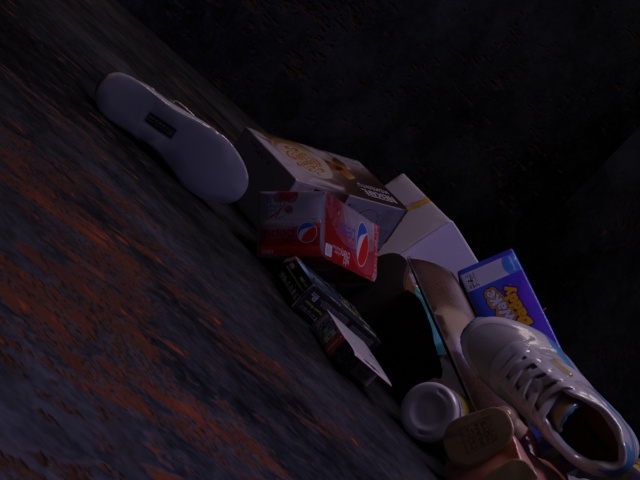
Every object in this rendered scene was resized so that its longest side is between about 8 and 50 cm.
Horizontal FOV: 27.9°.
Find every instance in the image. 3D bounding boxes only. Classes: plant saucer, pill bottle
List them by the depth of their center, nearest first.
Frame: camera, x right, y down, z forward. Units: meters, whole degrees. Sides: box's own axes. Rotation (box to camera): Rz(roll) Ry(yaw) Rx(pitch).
[{"bbox_3d":[0.133,0.193,1.397,0.065,0.065,0.116,46,5,27],"label":"pill bottle"},{"bbox_3d":[0.189,0.156,1.597,0.310,0.050,0.310,-23,90,-89],"label":"plant saucer"}]

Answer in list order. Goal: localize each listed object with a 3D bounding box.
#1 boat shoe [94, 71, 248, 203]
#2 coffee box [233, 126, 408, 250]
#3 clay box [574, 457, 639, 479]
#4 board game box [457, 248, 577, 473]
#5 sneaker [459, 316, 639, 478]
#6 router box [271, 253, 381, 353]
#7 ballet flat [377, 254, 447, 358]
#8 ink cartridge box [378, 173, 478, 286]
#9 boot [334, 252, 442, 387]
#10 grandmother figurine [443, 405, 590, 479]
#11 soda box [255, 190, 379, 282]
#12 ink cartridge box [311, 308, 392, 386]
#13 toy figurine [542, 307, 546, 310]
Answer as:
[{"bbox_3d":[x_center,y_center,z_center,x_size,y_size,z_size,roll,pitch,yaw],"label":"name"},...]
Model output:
[{"bbox_3d":[-0.177,-0.131,1.563,0.219,0.078,0.070,41,7,-15],"label":"boat shoe"},{"bbox_3d":[-0.012,-0.065,1.860,0.246,0.098,0.141,13,27,-46],"label":"coffee box"},{"bbox_3d":[0.397,0.354,1.642,0.053,0.127,0.222,20,9,-24],"label":"clay box"},{"bbox_3d":[0.274,0.180,1.726,0.347,0.078,0.233,65,2,-68],"label":"board game box"},{"bbox_3d":[0.242,0.159,1.362,0.229,0.087,0.092,40,3,16],"label":"sneaker"},{"bbox_3d":[0.006,0.078,1.494,0.122,0.038,0.092,41,6,-28],"label":"router box"},{"bbox_3d":[0.106,0.092,2.000,0.241,0.091,0.077,47,-28,-11],"label":"ballet flat"},{"bbox_3d":[0.151,0.031,2.161,0.171,0.168,0.232,54,0,-28],"label":"ink cartridge box"},{"bbox_3d":[0.096,0.107,1.771,0.115,0.112,0.305,62,3,-20],"label":"boot"},{"bbox_3d":[0.235,0.275,1.401,0.342,0.104,0.207,42,30,-53],"label":"grandmother figurine"},{"bbox_3d":[0.000,0.000,1.656,0.092,0.083,0.263,0,-9,17],"label":"soda box"},{"bbox_3d":[0.032,0.123,1.385,0.063,0.029,0.115,42,6,-25],"label":"ink cartridge box"},{"bbox_3d":[0.249,0.110,2.406,0.217,0.191,0.362,38,4,-6],"label":"toy figurine"}]
